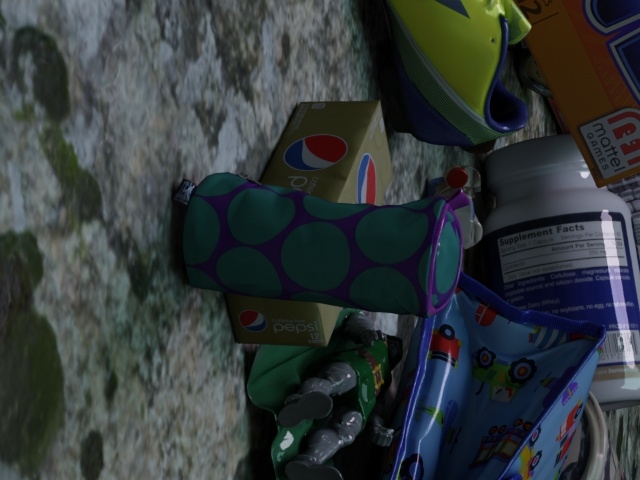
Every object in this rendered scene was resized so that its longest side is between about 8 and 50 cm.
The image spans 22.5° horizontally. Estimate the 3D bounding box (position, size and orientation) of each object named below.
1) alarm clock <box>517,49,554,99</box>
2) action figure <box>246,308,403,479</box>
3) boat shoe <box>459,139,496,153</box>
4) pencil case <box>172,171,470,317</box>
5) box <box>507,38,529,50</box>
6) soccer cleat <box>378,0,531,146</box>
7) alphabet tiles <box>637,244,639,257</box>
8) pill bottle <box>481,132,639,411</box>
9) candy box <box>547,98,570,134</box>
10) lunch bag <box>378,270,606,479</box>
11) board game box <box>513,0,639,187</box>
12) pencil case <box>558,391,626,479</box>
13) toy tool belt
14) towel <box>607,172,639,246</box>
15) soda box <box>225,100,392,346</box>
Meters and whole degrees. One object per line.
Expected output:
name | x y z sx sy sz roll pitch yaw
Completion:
alarm clock | 0.276 -0.214 1.760 0.192 0.129 0.064 38 54 -55
action figure | 0.017 0.100 1.079 0.232 0.064 0.137 -42 128 -71
boat shoe | 0.135 -0.149 1.432 0.049 0.056 0.152 -61 148 -46
pencil case | 0.000 0.000 0.857 0.064 0.152 0.070 51 50 -61
box | 0.195 -0.236 1.603 0.052 0.062 0.083 69 28 -47
soccer cleat | 0.094 -0.189 1.193 0.289 0.121 0.093 73 25 -43
alphabet tiles | 0.333 0.108 1.981 0.198 0.009 0.237 18 93 -58
pill bottle | 0.241 0.036 1.584 0.153 0.153 0.264 29 53 -70
candy box | 0.371 -0.289 2.059 0.268 0.122 0.317 48 45 -67
lunch bag | 0.082 0.207 1.164 0.221 0.138 0.293 95 21 -53
board game box | 0.362 -0.320 1.469 0.356 0.357 0.356 62 26 -11
pencil case | 0.206 0.263 1.507 0.183 0.160 0.410 -55 151 -15
toy tool belt | 0.112 -0.034 1.396 0.051 0.052 0.083 -121 -157 -59
towel | 0.441 -0.058 2.065 0.235 0.284 0.121 52 21 -68
soda box | -0.005 -0.014 0.997 0.181 0.058 0.061 -68 153 -50
